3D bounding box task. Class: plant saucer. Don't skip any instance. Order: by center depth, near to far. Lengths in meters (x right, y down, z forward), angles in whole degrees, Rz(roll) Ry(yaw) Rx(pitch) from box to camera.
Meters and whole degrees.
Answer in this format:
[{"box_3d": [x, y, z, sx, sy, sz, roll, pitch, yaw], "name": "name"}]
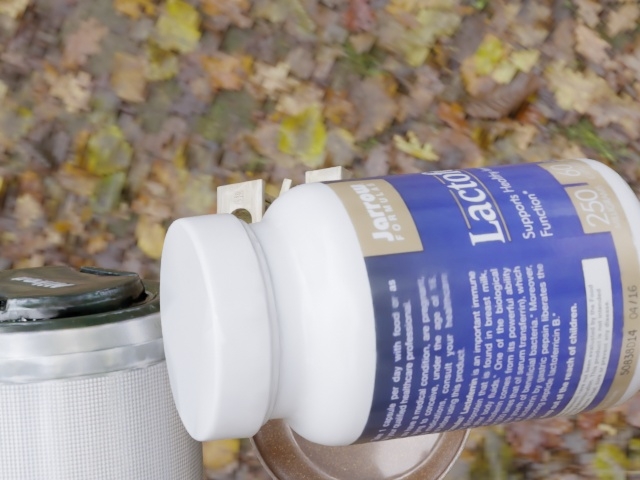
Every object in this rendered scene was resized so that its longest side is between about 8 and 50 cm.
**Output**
[{"box_3d": [0.035, 0.127, 1.399, 0.198, 0.036, 0.199, -3, 80, 18], "name": "plant saucer"}]

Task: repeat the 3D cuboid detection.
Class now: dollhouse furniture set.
[{"box_3d": [0.000, 0.000, 1.879, 0.161, 0.182, 0.101, -9, 73, 28], "name": "dollhouse furniture set"}]

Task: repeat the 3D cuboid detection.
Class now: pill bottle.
[{"box_3d": [0.049, 0.037, 0.979, 0.264, 0.153, 0.153, -6, 76, -19], "name": "pill bottle"}]

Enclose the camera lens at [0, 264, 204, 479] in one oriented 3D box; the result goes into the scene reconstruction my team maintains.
[{"box_3d": [-0.194, 0.164, 1.232, 0.219, 0.219, 0.274, 2, 99, 26], "name": "camera lens"}]
